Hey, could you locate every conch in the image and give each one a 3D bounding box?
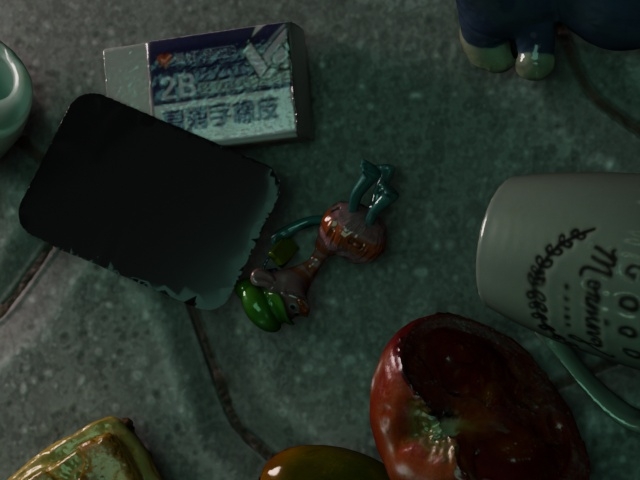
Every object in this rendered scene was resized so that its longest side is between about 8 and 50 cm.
[{"bbox_3d":[-0.414,-0.144,2.071,0.221,0.121,0.185,13,84,11],"label":"conch"}]

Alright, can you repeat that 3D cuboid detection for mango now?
[{"bbox_3d":[0.056,0.310,1.860,0.289,0.129,0.146,46,113,22],"label":"mango"}]

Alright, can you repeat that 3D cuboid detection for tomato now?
[{"bbox_3d":[0.138,0.193,1.831,0.139,0.200,0.233,-48,60,37],"label":"tomato"}]

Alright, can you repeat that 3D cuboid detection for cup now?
[{"bbox_3d":[0.277,0.058,1.820,0.234,0.186,0.258,10,114,26],"label":"cup"}]

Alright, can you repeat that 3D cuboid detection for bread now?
[{"bbox_3d":[-0.255,0.318,1.977,0.235,0.099,0.210,-33,75,11],"label":"bread"}]

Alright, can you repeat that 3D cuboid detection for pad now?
[{"bbox_3d":[-0.206,0.033,1.983,0.250,0.055,0.323,24,102,13],"label":"pad"}]

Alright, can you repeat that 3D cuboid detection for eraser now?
[{"bbox_3d":[-0.118,-0.154,2.007,0.210,0.068,0.124,-7,87,17],"label":"eraser"}]

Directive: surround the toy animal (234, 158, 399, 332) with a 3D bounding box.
[{"bbox_3d":[0.000,0.000,1.946,0.208,0.100,0.103,-48,50,16],"label":"toy animal"}]

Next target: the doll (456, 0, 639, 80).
[{"bbox_3d":[0.254,-0.275,1.876,0.258,0.154,0.228,-1,79,10],"label":"doll"}]
